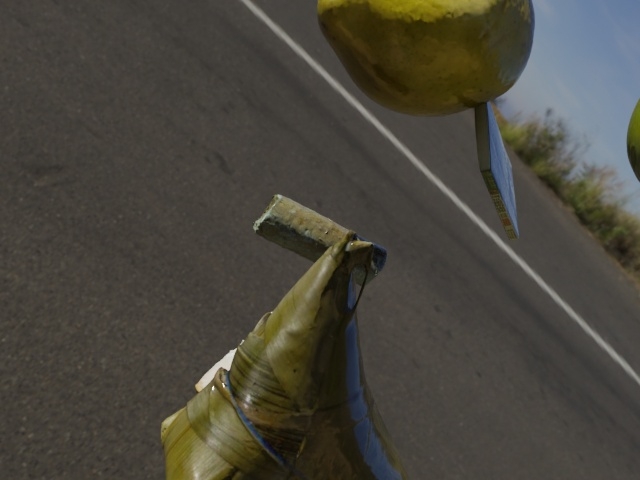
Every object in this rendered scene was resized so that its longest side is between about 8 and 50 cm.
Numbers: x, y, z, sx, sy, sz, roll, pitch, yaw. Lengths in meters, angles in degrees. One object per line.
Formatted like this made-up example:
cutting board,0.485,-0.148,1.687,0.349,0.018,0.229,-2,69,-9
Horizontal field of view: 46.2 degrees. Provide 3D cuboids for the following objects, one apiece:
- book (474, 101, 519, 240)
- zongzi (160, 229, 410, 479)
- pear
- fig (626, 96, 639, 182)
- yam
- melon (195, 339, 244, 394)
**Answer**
book,0.363,-0.149,1.543,0.264,0.027,0.201,51,36,-50
zongzi,0.034,0.142,0.644,0.260,0.289,0.123,26,22,-33
pear,0.194,-0.415,1.385,0.419,0.362,0.362,13,30,-16
fig,0.588,-0.158,1.011,0.316,0.316,0.316,45,18,-18
yam,0.000,0.000,1.401,0.259,0.093,0.093,27,25,-21
melon,-0.086,0.228,0.883,0.139,0.093,0.202,-164,-123,-85
